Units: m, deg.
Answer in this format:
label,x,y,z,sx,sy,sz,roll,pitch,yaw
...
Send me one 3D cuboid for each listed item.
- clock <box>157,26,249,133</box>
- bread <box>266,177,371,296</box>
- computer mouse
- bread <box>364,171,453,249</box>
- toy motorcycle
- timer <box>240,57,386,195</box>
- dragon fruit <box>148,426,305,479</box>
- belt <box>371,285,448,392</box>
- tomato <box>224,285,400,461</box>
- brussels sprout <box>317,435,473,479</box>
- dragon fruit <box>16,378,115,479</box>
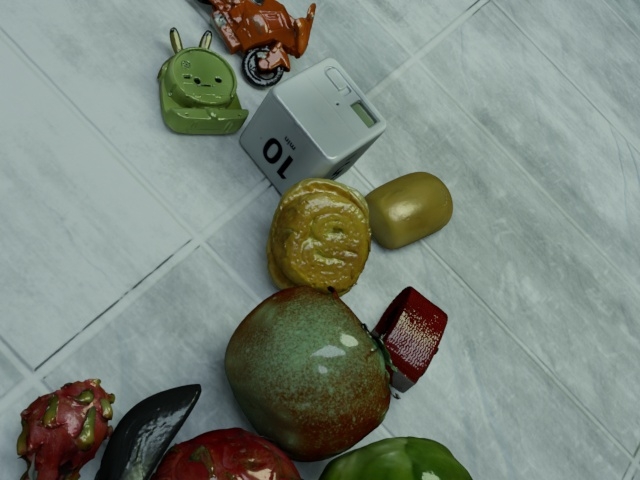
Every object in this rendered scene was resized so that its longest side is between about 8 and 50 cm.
label,x,y,z,sx,sy,sz,roll,pitch,yaw
clock,-0.250,-0.330,1.629,0.170,0.069,0.232,-5,69,-29
bread,-0.003,-0.001,1.527,0.198,0.120,0.236,12,91,-19
computer mouse,-0.288,0.322,1.245,0.088,0.147,0.264,33,54,-7
bread,0.195,-0.073,1.716,0.217,0.098,0.147,-28,77,-35
toy motorcycle,-0.135,-0.509,1.739,0.221,0.148,0.326,-32,89,-12
timer,-0.017,-0.221,1.619,0.194,0.195,0.192,-36,86,-36
dragon fruit,-0.146,0.406,1.224,0.252,0.241,0.241,-9,69,-4
belt,0.172,0.198,1.550,0.124,0.128,0.201,37,54,-5
tomato,-0.024,0.233,1.360,0.239,0.303,0.304,-32,83,-18
brussels sprout,0.133,0.467,1.301,0.354,0.281,0.290,-15,92,-60
dragon fruit,-0.397,0.305,1.209,0.133,0.150,0.208,58,46,-47
